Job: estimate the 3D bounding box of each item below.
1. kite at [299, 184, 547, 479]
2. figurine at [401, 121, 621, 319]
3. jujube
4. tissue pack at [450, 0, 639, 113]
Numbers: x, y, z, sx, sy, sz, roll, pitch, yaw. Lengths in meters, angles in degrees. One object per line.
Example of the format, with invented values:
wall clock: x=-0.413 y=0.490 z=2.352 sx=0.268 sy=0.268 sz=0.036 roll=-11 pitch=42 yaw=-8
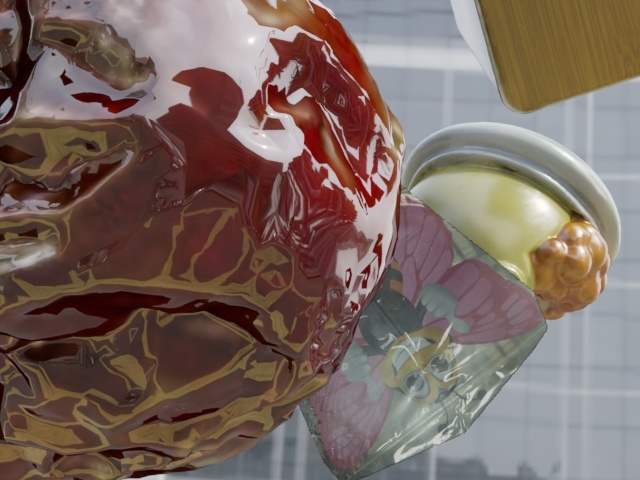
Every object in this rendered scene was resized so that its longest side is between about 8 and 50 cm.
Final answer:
kite: x=0.000 y=0.000 z=1.176 sx=0.204 sy=0.360 sz=0.022 roll=-38 pitch=-3 yaw=-5
figurine: x=0.092 y=0.012 z=1.401 sx=0.382 sy=0.205 sz=0.225 roll=-19 pitch=2 yaw=-39
jujube: x=-0.139 y=-0.012 z=0.772 sx=0.377 sy=0.276 sz=0.276 roll=-15 pitch=-25 yaw=28
tissue pack: x=0.130 y=-0.218 z=0.833 sx=0.159 sy=0.246 sz=0.136 roll=-19 pitch=23 yaw=1
